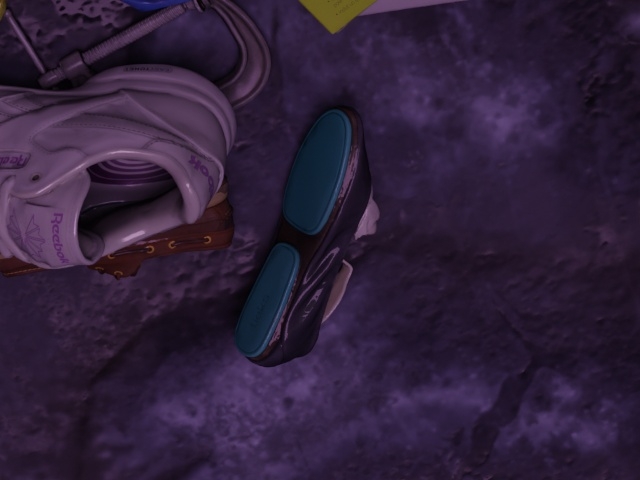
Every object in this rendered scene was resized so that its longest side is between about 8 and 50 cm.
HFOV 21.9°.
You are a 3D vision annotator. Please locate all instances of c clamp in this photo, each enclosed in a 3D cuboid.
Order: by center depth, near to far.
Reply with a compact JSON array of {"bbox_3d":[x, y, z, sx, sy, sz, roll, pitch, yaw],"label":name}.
[{"bbox_3d":[-0.121,-0.129,1.158,0.161,0.022,0.137,-23,112,3],"label":"c clamp"}]

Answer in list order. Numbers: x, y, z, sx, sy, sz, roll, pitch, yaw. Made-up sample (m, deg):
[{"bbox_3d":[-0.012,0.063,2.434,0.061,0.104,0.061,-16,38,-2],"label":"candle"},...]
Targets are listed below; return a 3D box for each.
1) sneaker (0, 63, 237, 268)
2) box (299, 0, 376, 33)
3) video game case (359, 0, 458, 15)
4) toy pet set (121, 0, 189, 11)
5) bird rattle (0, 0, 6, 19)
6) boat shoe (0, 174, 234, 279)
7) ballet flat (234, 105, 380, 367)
[{"bbox_3d":[-0.211,-0.045,1.103,0.305,0.152,0.114,-8,124,5],"label":"sneaker"},{"bbox_3d":[-0.013,-0.227,1.051,0.178,0.042,0.109,44,129,-16],"label":"box"},{"bbox_3d":[0.067,-0.259,1.055,0.210,0.042,0.232,-5,126,21],"label":"video game case"},{"bbox_3d":[-0.105,-0.218,1.117,0.122,0.065,0.114,4,75,-11],"label":"toy pet set"},{"bbox_3d":[-0.270,-0.239,1.011,0.253,0.207,0.143,32,87,-26],"label":"bird rattle"},{"bbox_3d":[-0.147,0.001,1.184,0.178,0.064,0.060,-15,111,-3],"label":"boat shoe"},{"bbox_3d":[0.000,0.000,1.205,0.074,0.074,0.203,19,102,-13],"label":"ballet flat"}]
